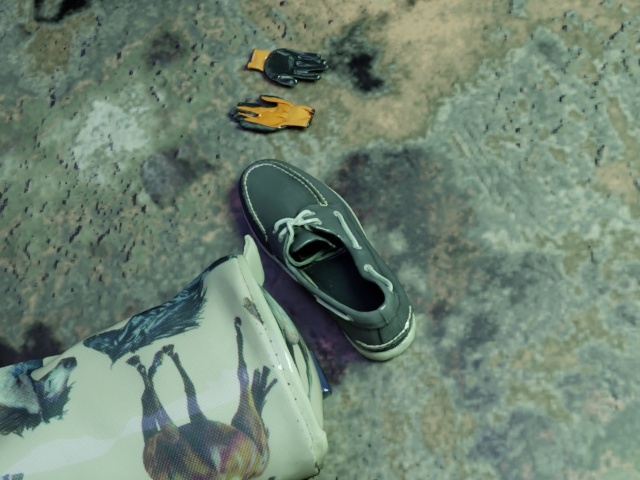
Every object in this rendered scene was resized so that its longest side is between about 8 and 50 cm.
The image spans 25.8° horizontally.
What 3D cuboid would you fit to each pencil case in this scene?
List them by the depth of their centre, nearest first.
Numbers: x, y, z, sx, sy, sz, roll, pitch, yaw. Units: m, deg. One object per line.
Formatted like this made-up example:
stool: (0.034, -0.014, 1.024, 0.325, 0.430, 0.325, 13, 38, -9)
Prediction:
pencil case: (-0.198, 0.150, 0.986, 0.410, 0.160, 0.183, -22, 37, 3)

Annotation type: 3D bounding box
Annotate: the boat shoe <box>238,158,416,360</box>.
boat shoe: (0.000, 0.000, 1.064, 0.075, 0.065, 0.206, -36, 60, -5)

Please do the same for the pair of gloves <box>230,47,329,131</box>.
pair of gloves: (-0.034, -0.126, 1.171, 0.074, 0.010, 0.083, 7, 63, 20)
